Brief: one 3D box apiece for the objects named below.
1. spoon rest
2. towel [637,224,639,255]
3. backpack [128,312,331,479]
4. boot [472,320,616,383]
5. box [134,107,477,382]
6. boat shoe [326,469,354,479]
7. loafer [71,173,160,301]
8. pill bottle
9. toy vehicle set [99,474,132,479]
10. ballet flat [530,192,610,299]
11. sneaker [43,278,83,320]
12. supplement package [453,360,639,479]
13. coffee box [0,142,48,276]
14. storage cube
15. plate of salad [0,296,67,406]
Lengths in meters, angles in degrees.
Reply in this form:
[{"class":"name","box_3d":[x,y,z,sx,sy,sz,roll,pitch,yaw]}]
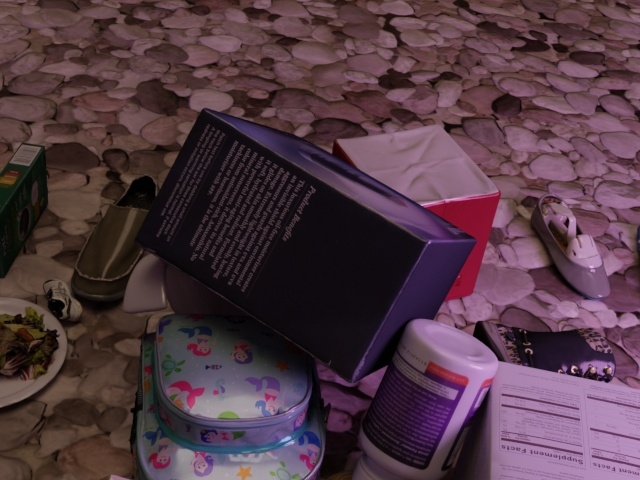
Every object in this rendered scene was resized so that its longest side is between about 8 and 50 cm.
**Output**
[{"class":"spoon rest","box_3d":[-0.155,0.065,1.202,0.137,0.276,0.084,-7,78,17]},{"class":"towel","box_3d":[0.625,0.091,1.461,0.243,0.040,0.336,10,39,2]},{"class":"backpack","box_3d":[-0.102,0.208,1.072,0.225,0.191,0.253,3,44,-8]},{"class":"boot","box_3d":[0.310,0.187,1.238,0.179,0.085,0.236,1,32,-12]},{"class":"box","box_3d":[0.000,0.000,1.123,0.294,0.182,0.296,32,10,15]},{"class":"boat shoe","box_3d":[0.070,0.347,0.997,0.105,0.089,0.285,-7,41,-17]},{"class":"loafer","box_3d":[-0.292,-0.011,1.373,0.094,0.087,0.251,11,39,2]},{"class":"pill bottle","box_3d":[0.107,0.192,1.033,0.108,0.193,0.108,21,14,-6]},{"class":"toy vehicle set","box_3d":[-0.101,0.336,0.887,0.267,0.035,0.166,23,60,-23]},{"class":"ballet flat","box_3d":[0.395,0.003,1.502,0.072,0.068,0.213,-5,41,-17]},{"class":"sneaker","box_3d":[-0.356,0.078,1.287,0.083,0.032,0.037,38,19,33]},{"class":"supplement package","box_3d":[0.250,0.302,0.999,0.198,0.199,0.262,11,38,3]},{"class":"coffee box","box_3d":[-0.444,-0.047,1.371,0.040,0.113,0.184,11,40,1]},{"class":"storage cube","box_3d":[0.126,-0.033,1.396,0.184,0.193,0.215,-10,41,-22]},{"class":"plate of salad","box_3d":[-0.424,0.132,1.203,0.200,0.048,0.199,5,38,-4]}]
